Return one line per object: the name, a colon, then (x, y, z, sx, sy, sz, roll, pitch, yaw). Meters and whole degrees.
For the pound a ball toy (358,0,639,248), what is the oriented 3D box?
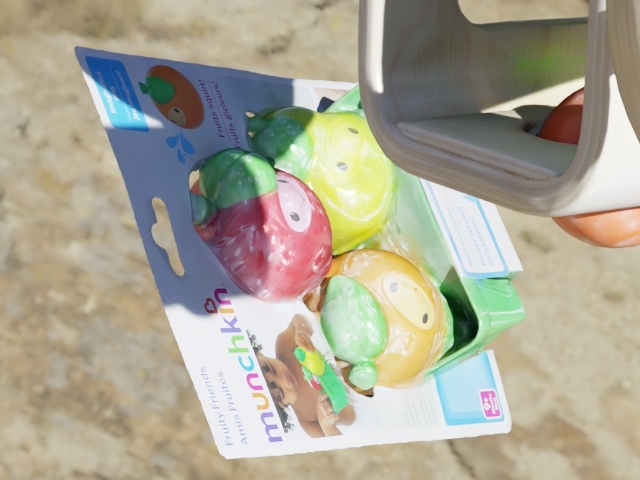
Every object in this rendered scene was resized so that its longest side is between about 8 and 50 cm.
pound a ball toy: (0.160, -0.059, 0.531, 0.319, 0.135, 0.208, -8, 18, -30)

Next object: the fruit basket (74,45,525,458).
fruit basket: (0.000, 0.000, 1.318, 0.353, 0.165, 0.327, 8, 56, -54)
